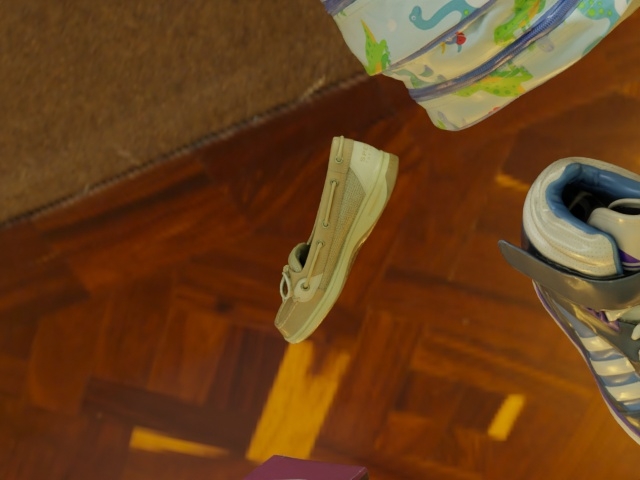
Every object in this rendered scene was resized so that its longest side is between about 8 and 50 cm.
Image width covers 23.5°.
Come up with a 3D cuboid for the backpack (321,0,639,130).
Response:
[{"bbox_3d":[0.136,-0.233,1.111,0.290,0.355,0.273,-24,86,32],"label":"backpack"}]

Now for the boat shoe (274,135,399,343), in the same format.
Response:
[{"bbox_3d":[0.000,0.001,1.008,0.048,0.056,0.153,23,123,-9],"label":"boat shoe"}]

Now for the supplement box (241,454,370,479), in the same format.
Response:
[{"bbox_3d":[-0.003,0.288,1.326,0.104,0.081,0.188,3,115,39],"label":"supplement box"}]

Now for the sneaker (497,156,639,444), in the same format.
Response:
[{"bbox_3d":[0.295,0.065,1.359,0.130,0.323,0.236,-35,155,-9],"label":"sneaker"}]
